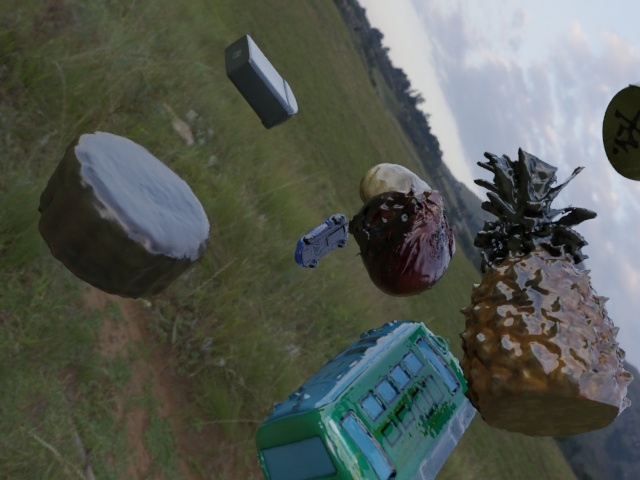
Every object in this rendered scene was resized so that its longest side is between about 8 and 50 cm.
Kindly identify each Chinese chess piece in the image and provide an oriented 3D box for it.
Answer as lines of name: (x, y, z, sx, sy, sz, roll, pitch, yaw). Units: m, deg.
Chinese chess piece: (0.608, -0.204, 1.012, 0.188, 0.083, 0.189, 172, -90, -84)

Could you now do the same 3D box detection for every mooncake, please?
mooncake: (-0.265, -0.032, 0.741, 0.228, 0.124, 0.228, 42, 20, -19)

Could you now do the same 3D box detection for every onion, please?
onion: (0.184, -0.005, 1.270, 0.281, 0.221, 0.281, 178, -90, -71)

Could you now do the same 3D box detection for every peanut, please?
peanut: (0.250, -0.105, 1.643, 0.387, 0.169, 0.192, 24, 75, -52)

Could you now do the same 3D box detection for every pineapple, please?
pineapple: (0.238, 0.035, 0.621, 0.169, 0.169, 0.341, 56, 32, -50)

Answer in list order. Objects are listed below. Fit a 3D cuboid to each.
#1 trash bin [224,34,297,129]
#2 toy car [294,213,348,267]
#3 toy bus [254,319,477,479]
trash bin: (-0.161, -0.424, 1.497, 0.236, 0.101, 0.177, 48, 23, -42)
toy car: (0.000, 0.000, 1.591, 0.063, 0.216, 0.103, 25, -44, 40)
toy bus: (0.073, 0.254, 0.782, 0.343, 0.183, 0.200, -27, 86, -51)
